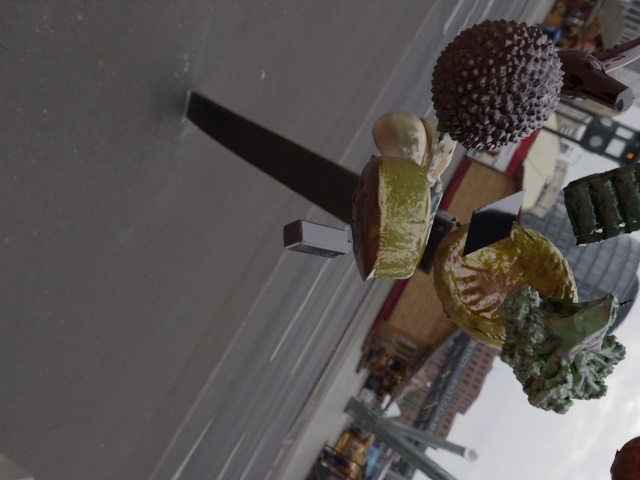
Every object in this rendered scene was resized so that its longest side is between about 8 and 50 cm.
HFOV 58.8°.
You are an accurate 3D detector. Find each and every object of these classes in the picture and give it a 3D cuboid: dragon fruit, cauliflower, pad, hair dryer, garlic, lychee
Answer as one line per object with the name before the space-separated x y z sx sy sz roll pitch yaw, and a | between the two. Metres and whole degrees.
dragon fruit | 0.910 0.653 1.536 0.241 0.240 0.253 83 5 -69
cauliflower | 0.467 0.184 1.083 0.238 0.257 0.315 -21 157 -20
pad | 0.377 -0.035 1.247 0.127 0.004 0.190 -22 149 -8
hair dryer | 0.777 -0.453 1.456 0.340 0.313 0.123 -25 125 -5
garlic | 0.310 -0.316 1.895 0.313 0.285 0.250 -87 178 -45
hair dryer | 0.360 -0.309 1.637 0.150 0.071 0.048 -50 156 -50
lychee | 0.403 -0.362 1.317 0.306 0.305 0.330 -68 171 23

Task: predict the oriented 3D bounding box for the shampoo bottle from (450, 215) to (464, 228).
shampoo bottle | 0.433 -0.012 1.673 0.027 0.137 0.048 -38 164 11

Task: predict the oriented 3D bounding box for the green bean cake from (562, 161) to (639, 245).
green bean cake | 0.620 -0.082 1.087 0.241 0.132 0.254 -2 165 -46

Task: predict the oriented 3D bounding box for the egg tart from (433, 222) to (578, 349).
egg tart | 0.482 0.124 1.519 0.388 0.387 0.169 -55 163 -29

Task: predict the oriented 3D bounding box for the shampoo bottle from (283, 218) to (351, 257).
shampoo bottle | 0.000 0.000 1.731 0.246 0.080 0.080 12 68 -44

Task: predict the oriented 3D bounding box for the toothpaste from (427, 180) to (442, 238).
toothpaste | 0.279 -0.063 1.501 0.064 0.041 0.218 -5 132 -21

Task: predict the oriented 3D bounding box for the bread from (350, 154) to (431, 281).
bread | 0.137 -0.047 1.170 0.270 0.147 0.270 -176 -90 -89
